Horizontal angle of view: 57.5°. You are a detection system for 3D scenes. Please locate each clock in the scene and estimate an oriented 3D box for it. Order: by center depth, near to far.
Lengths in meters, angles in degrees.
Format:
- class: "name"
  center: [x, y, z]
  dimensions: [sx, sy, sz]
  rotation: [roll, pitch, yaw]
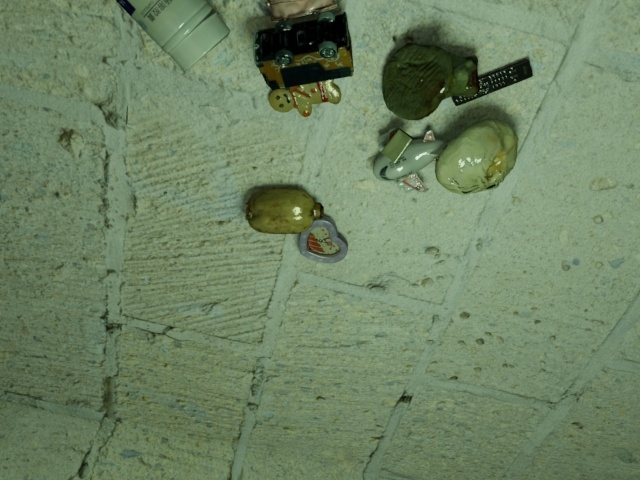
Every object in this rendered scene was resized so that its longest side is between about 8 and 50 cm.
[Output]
- class: "clock"
  center: [0.000, 0.000, 2.138]
  dimensions: [0.172, 0.064, 0.198]
  rotation: [-24, 119, 21]

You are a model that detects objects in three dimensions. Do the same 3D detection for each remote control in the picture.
- class: "remote control"
  center: [0.518, -0.480, 1.778]
  dimensions: [0.245, 0.025, 0.063]
  rotation: [-18, 122, 17]

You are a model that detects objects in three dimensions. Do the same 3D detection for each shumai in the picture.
- class: "shumai"
  center: [0.330, -0.473, 1.749]
  dimensions: [0.271, 0.203, 0.222]
  rotation: [14, 108, 41]

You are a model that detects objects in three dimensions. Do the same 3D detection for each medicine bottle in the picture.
- class: "medicine bottle"
  center: [-0.431, -0.660, 1.652]
  dimensions: [0.190, 0.190, 0.332]
  rotation: [-34, 115, 25]

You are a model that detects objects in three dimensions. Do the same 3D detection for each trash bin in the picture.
- class: "trash bin"
  center: [0.239, -0.296, 1.817]
  dimensions: [0.061, 0.043, 0.092]
  rotation: [37, 112, 4]

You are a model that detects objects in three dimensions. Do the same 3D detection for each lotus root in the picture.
- class: "lotus root"
  center: [-0.127, -0.100, 2.032]
  dimensions: [0.284, 0.146, 0.160]
  rotation: [-1, 124, 6]

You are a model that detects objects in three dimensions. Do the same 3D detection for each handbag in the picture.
- class: "handbag"
  center: [-0.052, -0.682, 1.611]
  dimensions: [0.205, 0.179, 0.116]
  rotation: [-8, 116, 11]

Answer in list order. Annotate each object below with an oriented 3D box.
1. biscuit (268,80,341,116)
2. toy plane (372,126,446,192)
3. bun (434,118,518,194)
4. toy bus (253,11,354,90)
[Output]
- class: "biscuit"
  center: [-0.052, -0.465, 1.846]
  dimensions: [0.234, 0.030, 0.153]
  rotation: [-11, 121, 13]
- class: "toy plane"
  center: [0.288, -0.263, 1.898]
  dimensions: [0.252, 0.118, 0.252]
  rotation: [4, 125, 6]
- class: "bun"
  center: [0.502, -0.240, 1.814]
  dimensions: [0.287, 0.146, 0.287]
  rotation: [-23, 146, -16]
- class: "toy bus"
  center: [-0.045, -0.546, 1.700]
  dimensions: [0.275, 0.139, 0.167]
  rotation: [-7, 158, 10]
